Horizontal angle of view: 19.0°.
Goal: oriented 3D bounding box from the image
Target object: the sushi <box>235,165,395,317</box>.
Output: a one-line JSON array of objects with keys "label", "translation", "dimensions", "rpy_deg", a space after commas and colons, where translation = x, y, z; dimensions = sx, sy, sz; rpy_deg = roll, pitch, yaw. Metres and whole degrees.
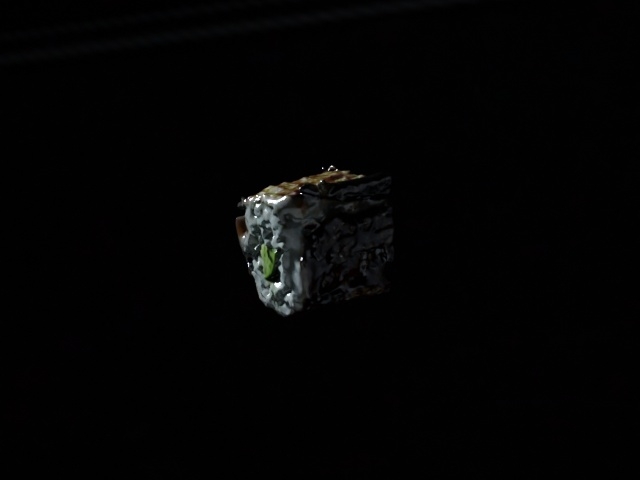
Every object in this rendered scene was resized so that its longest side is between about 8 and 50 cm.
[{"label": "sushi", "translation": [-0.001, 0.000, 1.272], "dimensions": [0.098, 0.084, 0.094], "rpy_deg": [7, -70, 59]}]
